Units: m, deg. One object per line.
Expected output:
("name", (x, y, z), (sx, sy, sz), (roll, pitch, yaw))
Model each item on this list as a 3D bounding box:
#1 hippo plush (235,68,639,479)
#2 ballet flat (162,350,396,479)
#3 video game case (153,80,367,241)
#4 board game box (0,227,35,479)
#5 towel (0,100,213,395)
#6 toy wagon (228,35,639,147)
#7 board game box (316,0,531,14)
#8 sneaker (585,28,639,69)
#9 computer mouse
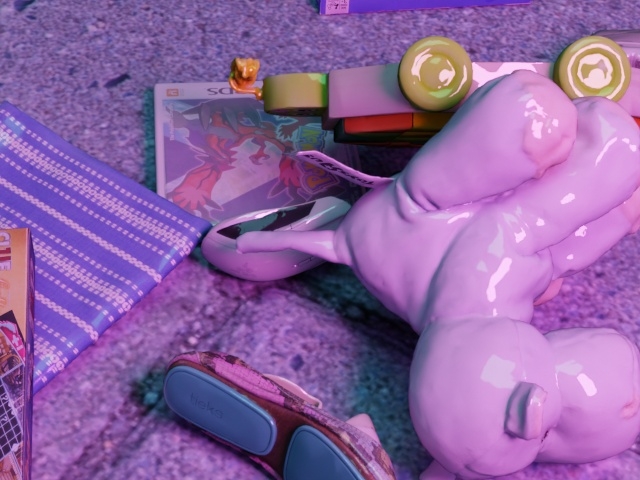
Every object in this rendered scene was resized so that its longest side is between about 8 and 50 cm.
("hippo plush", (0.131, 0.038, 0.889), (0.294, 0.234, 0.237), (4, 52, -24))
("ballet flat", (-0.013, 0.138, 0.901), (0.221, 0.077, 0.079), (30, 31, 25))
("video game case", (-0.057, -0.077, 1.144), (0.183, 0.023, 0.201), (-3, 45, -6))
("board game box", (-0.285, 0.098, 0.886), (0.165, 0.042, 0.243), (-3, 49, -7))
("towel", (-0.283, 0.030, 0.992), (0.243, 0.040, 0.336), (30, 54, 23))
("toy wagon", (0.096, -0.116, 1.059), (0.344, 0.267, 0.068), (-1, 90, -4))
("board game box", (0.087, -0.391, 1.433), (0.233, 0.078, 0.347), (-4, 45, -8))
("sneaker", (0.380, -0.164, 1.207), (0.281, 0.105, 0.115), (10, 38, 2))
("computer mouse", (0.000, 0.000, 1.032), (0.193, 0.106, 0.042), (-14, 58, -3))
